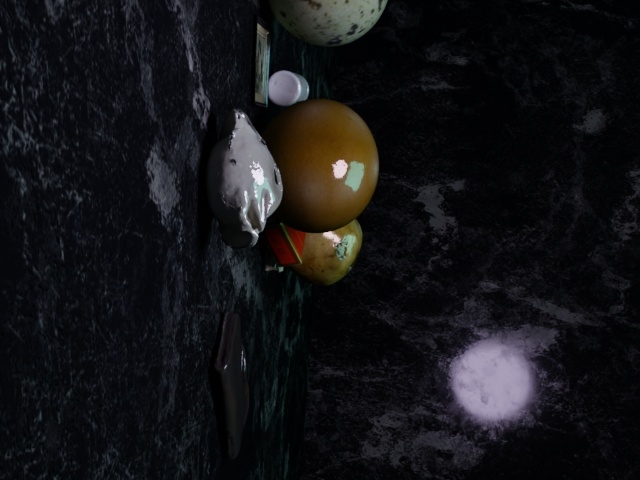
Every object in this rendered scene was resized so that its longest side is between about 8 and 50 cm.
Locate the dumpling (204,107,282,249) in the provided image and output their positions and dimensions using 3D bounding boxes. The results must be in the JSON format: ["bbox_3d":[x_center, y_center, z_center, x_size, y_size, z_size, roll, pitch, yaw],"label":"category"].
[{"bbox_3d":[-0.145,-0.102,1.506,0.172,0.142,0.247,-17,-107,58],"label":"dumpling"}]

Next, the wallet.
[{"bbox_3d":[-0.176,0.293,1.750,0.165,0.042,0.310,-79,171,-47],"label":"wallet"}]

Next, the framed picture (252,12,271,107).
[{"bbox_3d":[-0.132,-0.397,1.949,0.199,0.010,0.195,-50,144,-82],"label":"framed picture"}]

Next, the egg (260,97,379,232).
[{"bbox_3d":[-0.009,-0.172,1.956,0.351,0.282,0.283,-84,175,-48],"label":"egg"}]

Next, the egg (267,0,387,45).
[{"bbox_3d":[0.017,-0.579,1.953,0.379,0.287,0.288,55,38,-79],"label":"egg"}]

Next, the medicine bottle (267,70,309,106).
[{"bbox_3d":[-0.079,-0.373,2.140,0.183,0.086,0.086,-54,147,-79],"label":"medicine bottle"}]

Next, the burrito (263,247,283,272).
[{"bbox_3d":[-0.112,0.010,2.219,0.042,0.051,0.171,115,-16,-50],"label":"burrito"}]

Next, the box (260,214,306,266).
[{"bbox_3d":[-0.086,-0.073,2.167,0.153,0.074,0.240,59,29,-41],"label":"box"}]

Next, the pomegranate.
[{"bbox_3d":[0.000,0.000,2.496,0.260,0.260,0.260,3,90,-85],"label":"pomegranate"}]
